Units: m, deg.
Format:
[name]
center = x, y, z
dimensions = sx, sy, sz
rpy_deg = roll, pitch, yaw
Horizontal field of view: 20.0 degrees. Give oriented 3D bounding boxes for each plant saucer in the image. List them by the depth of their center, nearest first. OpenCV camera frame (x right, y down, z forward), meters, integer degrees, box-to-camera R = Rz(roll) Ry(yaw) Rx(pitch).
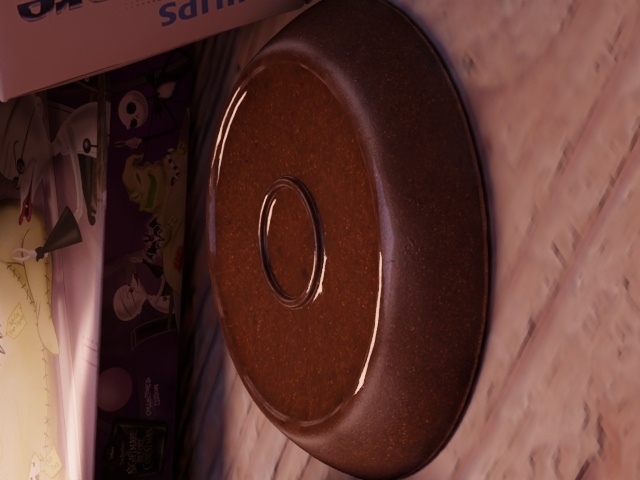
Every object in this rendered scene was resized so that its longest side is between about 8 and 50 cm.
[plant saucer]
center = 0.000, 0.000, 0.620
dimensions = 0.168, 0.029, 0.168
rpy_deg = 12, 103, 60

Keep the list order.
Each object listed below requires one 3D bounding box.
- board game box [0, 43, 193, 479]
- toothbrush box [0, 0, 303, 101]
[board game box]
center = -0.142, 0.053, 0.814
dimensions = 0.208, 0.056, 0.347
rpy_deg = 14, 104, 51
[toothbrush box]
center = -0.113, -0.232, 0.616
dimensions = 0.216, 0.126, 0.295
rpy_deg = 44, 147, 45
